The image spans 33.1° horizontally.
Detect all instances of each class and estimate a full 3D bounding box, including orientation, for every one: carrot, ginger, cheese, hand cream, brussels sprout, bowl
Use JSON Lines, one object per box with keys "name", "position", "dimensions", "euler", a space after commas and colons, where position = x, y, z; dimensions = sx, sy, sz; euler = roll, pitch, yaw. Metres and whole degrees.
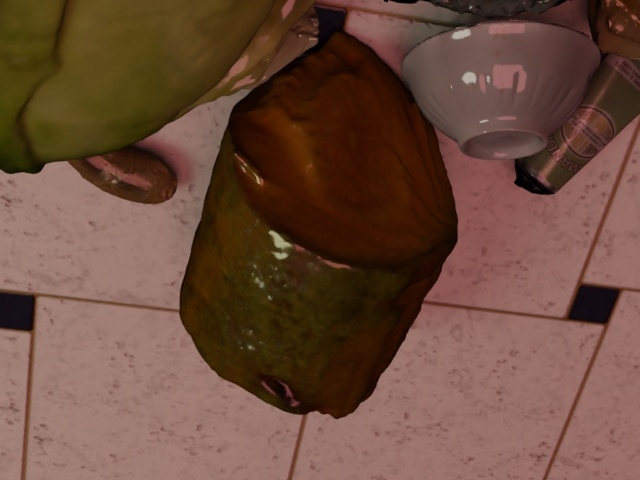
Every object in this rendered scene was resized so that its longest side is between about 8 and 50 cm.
{"name": "carrot", "position": [0.000, 0.000, 1.047], "dimensions": [0.241, 0.241, 0.341], "euler": [14, 120, -13]}
{"name": "ginger", "position": [-0.221, -0.112, 1.062], "dimensions": [0.214, 0.059, 0.133], "euler": [32, 118, -20]}
{"name": "cheese", "position": [-0.082, -0.179, 1.014], "dimensions": [0.171, 0.092, 0.047], "euler": [-29, 144, 13]}
{"name": "hand cream", "position": [0.286, -0.136, 1.096], "dimensions": [0.086, 0.055, 0.235], "euler": [37, 105, -24]}
{"name": "brussels sprout", "position": [-0.215, -0.229, 0.806], "dimensions": [0.425, 0.342, 0.361], "euler": [15, 105, -38]}
{"name": "bowl", "position": [0.170, -0.127, 1.009], "dimensions": [0.189, 0.086, 0.189], "euler": [-1, 165, 0]}

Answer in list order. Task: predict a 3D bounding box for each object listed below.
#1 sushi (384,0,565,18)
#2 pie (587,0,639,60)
{"name": "sushi", "position": [0.144, -0.319, 0.897], "dimensions": [0.225, 0.219, 0.238], "euler": [2, 162, 36]}
{"name": "pie", "position": [0.392, -0.219, 1.035], "dimensions": [0.282, 0.068, 0.129], "euler": [6, 98, -10]}
